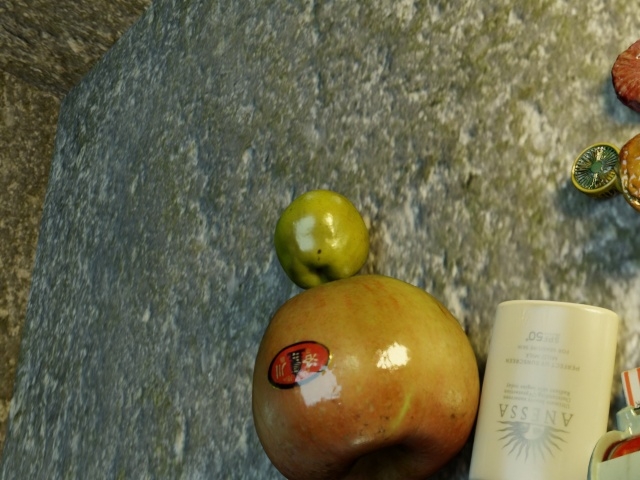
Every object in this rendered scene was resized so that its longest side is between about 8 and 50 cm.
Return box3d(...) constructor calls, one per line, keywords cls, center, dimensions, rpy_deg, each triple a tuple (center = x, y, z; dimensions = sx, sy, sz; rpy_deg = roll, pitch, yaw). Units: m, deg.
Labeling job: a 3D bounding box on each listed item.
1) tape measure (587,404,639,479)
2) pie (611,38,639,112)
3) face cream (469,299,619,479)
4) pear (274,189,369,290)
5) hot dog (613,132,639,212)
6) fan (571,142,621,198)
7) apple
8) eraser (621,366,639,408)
box3d(cls="tape measure", center=(0.369, 0.294, 0.822), dimensions=(0.125, 0.246, 0.243), rpy_deg=(-35, 72, 38))
box3d(cls="pie", center=(0.504, -0.258, 1.185), dimensions=(0.154, 0.038, 0.153), rpy_deg=(-27, 48, 35))
box3d(cls="face cream", center=(0.292, 0.255, 1.076), dimensions=(0.174, 0.081, 0.348), rpy_deg=(3, 69, 33))
box3d(cls="pear", center=(-0.001, 0.000, 1.512), dimensions=(0.198, 0.198, 0.198), rpy_deg=(-28, 49, 37))
box3d(cls="hot dog", center=(0.515, -0.102, 1.019), dimensions=(0.259, 0.114, 0.175), rpy_deg=(-19, 59, 46))
box3d(cls="fan", center=(0.436, -0.087, 1.161), dimensions=(0.082, 0.039, 0.155), rpy_deg=(-59, 38, 5))
box3d(cls="apple", center=(0.059, 0.204, 1.190), dimensions=(0.338, 0.338, 0.305), rpy_deg=(-40, 44, 28))
box3d(cls="eraser", center=(0.477, 0.200, 0.934), dimensions=(0.230, 0.038, 0.157), rpy_deg=(-28, 49, 38))
